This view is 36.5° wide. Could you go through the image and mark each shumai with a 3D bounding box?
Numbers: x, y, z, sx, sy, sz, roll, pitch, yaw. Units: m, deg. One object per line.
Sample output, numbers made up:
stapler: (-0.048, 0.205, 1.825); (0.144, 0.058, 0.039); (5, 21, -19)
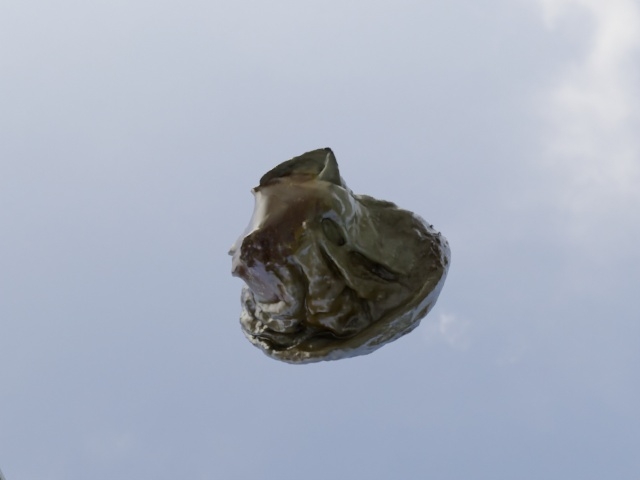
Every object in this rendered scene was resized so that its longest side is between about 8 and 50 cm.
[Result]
shumai: (0.002, 0.001, 0.583); (0.145, 0.116, 0.145); (-20, -146, 14)

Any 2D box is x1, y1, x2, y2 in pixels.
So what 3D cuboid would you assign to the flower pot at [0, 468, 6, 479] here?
flower pot: (-0.334, 0.204, 0.662); (0.209, 0.239, 0.190); (-13, -116, -47)
